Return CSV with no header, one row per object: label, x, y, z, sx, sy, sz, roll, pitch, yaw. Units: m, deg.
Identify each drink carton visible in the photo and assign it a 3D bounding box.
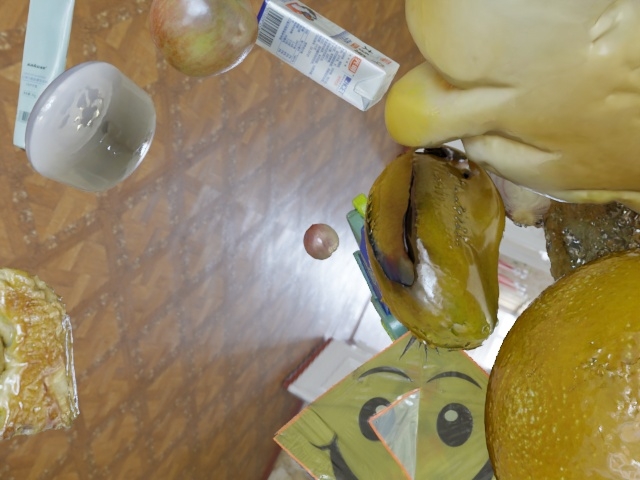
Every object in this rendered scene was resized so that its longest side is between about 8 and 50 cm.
drink carton,0.010,-0.417,1.479,0.106,0.315,0.130,-60,173,31

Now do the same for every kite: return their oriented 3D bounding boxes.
kite,0.127,0.248,0.854,0.013,0.378,0.327,-76,167,-74

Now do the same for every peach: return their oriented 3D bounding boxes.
peach,-0.001,0.002,1.480,0.083,0.083,0.083,-52,157,-34

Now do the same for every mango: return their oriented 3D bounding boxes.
mango,0.128,0.005,0.720,0.151,0.156,0.248,75,7,-48

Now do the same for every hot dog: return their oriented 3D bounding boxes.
hot dog,-0.719,0.238,1.448,0.367,0.196,0.365,-1,87,-41

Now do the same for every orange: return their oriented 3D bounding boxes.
orange,0.267,0.140,0.537,0.274,0.274,0.274,-52,157,-34

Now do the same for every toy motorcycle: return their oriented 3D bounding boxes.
toy motorcycle,0.160,0.064,1.197,0.191,0.326,0.200,-34,-167,2

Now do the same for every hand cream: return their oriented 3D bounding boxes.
hand cream,-0.509,-0.315,1.227,0.067,0.109,0.320,-12,116,-64

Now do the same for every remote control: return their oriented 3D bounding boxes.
remote control,-0.394,-0.193,1.185,0.221,0.103,0.332,-59,171,-2

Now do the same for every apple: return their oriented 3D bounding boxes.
apple,-0.211,-0.388,1.196,0.174,0.188,0.188,-33,169,18

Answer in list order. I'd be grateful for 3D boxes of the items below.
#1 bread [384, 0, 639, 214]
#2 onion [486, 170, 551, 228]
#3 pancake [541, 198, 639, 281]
bread,0.272,-0.134,0.525,0.329,0.424,0.245,-68,169,-70
onion,0.404,-0.188,1.120,0.348,0.267,0.159,100,17,-44
pancake,0.470,-0.010,0.918,0.065,0.356,0.356,-5,118,-54
